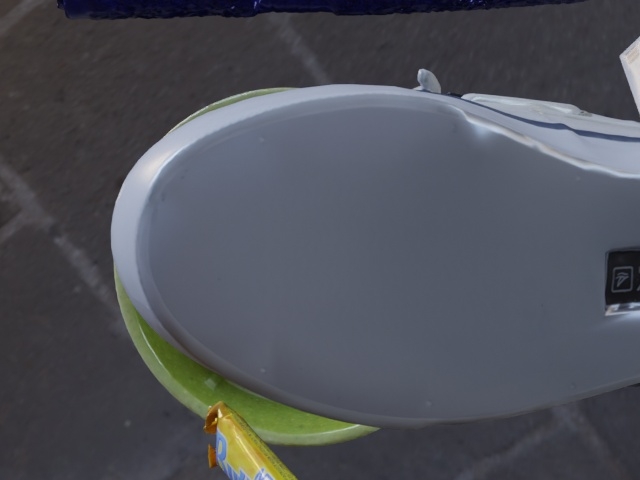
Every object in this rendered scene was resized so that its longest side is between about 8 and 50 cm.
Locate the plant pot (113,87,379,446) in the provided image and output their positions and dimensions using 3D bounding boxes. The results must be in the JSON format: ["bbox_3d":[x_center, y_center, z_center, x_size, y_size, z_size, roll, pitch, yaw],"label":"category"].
[{"bbox_3d":[0.000,0.000,1.226,0.276,0.254,0.276,2,101,10],"label":"plant pot"}]

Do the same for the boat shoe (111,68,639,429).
[{"bbox_3d":[0.075,-0.010,0.648,0.367,0.156,0.135,-3,101,-24],"label":"boat shoe"}]

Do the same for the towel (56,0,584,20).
[{"bbox_3d":[0.001,-0.193,0.892,0.308,0.227,0.076,-2,112,-3],"label":"towel"}]

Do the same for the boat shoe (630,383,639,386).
[{"bbox_3d":[0.411,0.145,1.915,0.102,0.301,0.108,-3,78,11],"label":"boat shoe"}]

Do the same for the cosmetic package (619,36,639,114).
[{"bbox_3d":[0.375,-0.115,1.483,0.099,0.239,0.060,31,123,-26],"label":"cosmetic package"}]

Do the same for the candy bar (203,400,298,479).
[{"bbox_3d":[-0.012,0.122,0.642,0.018,0.161,0.040,-17,123,-24],"label":"candy bar"}]

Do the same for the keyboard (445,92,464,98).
[{"bbox_3d":[0.164,-0.076,1.779,0.100,0.038,0.192,17,97,17],"label":"keyboard"}]
